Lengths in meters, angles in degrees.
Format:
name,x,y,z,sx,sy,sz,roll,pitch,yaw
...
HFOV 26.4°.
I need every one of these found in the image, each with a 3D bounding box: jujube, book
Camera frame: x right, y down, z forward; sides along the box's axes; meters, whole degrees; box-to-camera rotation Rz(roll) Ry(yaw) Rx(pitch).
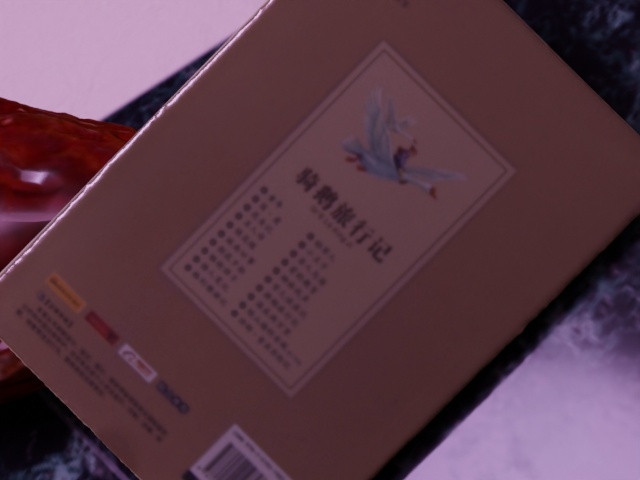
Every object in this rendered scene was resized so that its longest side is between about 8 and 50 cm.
name,x,y,z,sx,sy,sz,roll,pitch,yaw
jujube,-0.180,0.006,0.809,0.255,0.190,0.190,1,66,11
book,0.000,0.000,0.712,0.310,0.021,0.217,-45,90,3
